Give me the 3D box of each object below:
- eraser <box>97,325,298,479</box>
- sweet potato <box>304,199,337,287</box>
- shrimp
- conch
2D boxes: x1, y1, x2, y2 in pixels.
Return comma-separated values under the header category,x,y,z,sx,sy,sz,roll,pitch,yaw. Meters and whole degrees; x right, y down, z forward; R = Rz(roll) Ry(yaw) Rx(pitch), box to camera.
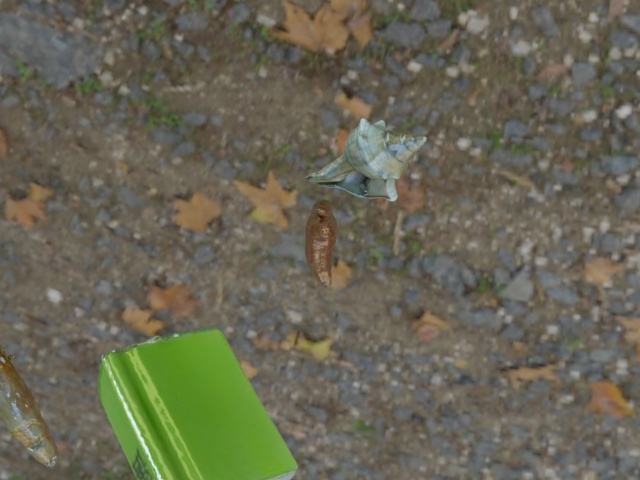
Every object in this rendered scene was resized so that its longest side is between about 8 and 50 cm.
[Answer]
category,x,y,z,sx,sy,sz,roll,pitch,yaw
eraser,-0.183,0.264,1.592,0.210,0.274,0.092,-10,142,-35
sweet potato,0.001,-0.010,2.001,0.058,0.078,0.255,4,146,1
shrimp,-0.516,0.250,1.860,0.294,0.062,0.154,68,169,-17
conch,0.095,-0.135,1.865,0.137,0.114,0.234,40,152,-7
